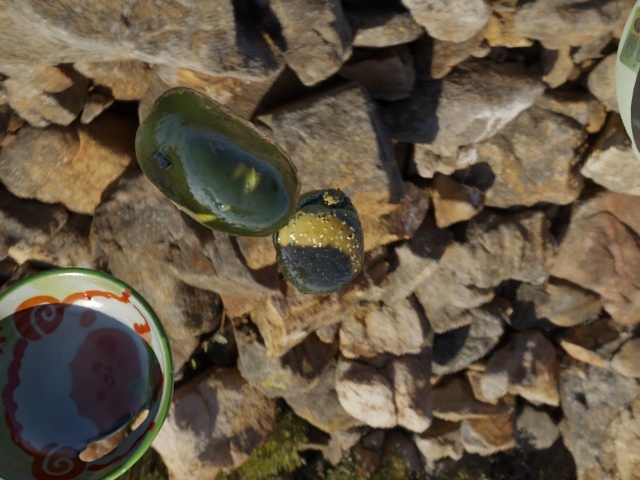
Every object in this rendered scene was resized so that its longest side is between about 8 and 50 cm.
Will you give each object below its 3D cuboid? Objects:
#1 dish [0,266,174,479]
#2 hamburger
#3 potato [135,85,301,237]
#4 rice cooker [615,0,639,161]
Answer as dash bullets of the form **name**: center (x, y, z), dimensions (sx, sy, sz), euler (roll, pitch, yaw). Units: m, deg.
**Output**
- **dish**: center (-0.364, 0.210, 1.092), dimensions (0.324, 0.124, 0.324), euler (-1, 77, 5)
- **hamburger**: center (0.000, 0.000, 1.446), dimensions (0.189, 0.122, 0.215), euler (-7, 120, -11)
- **potato**: center (-0.134, -0.097, 0.948), dimensions (0.228, 0.197, 0.149), euler (32, 90, -10)
- **rice cooker**: center (0.406, -0.161, 0.676), dimensions (0.244, 0.226, 0.226), euler (-10, 107, -16)
